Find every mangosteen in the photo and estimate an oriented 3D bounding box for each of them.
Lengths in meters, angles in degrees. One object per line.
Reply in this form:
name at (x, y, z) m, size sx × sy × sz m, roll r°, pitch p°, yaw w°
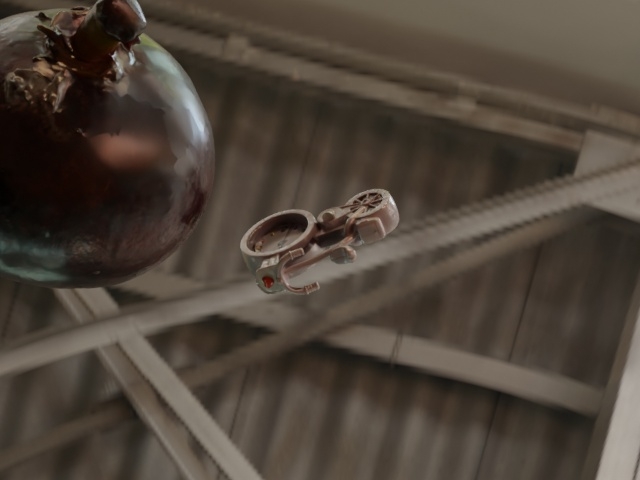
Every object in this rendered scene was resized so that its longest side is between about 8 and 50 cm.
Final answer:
mangosteen at (-0.187, -0.095, 1.306) m, size 0.235 × 0.261 × 0.235 m, roll 14°, pitch -138°, yaw -13°

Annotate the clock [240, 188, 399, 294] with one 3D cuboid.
clock at (0.000, 0.000, 1.367) m, size 0.129 × 0.041 × 0.087 m, roll -18°, pitch -151°, yaw 9°
